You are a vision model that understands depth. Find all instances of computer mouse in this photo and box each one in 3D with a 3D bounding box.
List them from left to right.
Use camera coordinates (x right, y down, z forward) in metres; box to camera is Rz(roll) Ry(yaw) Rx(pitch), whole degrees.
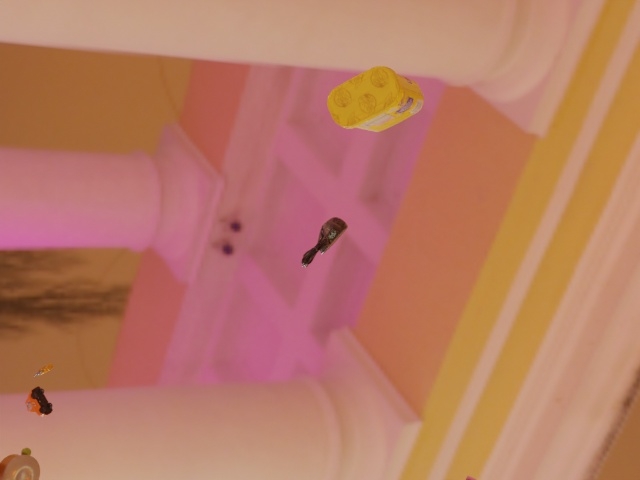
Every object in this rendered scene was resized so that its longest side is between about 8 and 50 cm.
[{"bbox_3d":[0.000,0.000,2.363,0.041,0.242,0.071,42,-70,3],"label":"computer mouse"}]

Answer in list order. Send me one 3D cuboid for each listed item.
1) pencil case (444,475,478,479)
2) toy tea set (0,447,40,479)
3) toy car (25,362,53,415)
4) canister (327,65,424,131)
[{"bbox_3d":[0.189,0.464,1.795,0.284,0.124,0.124,97,-27,-51],"label":"pencil case"},{"bbox_3d":[-0.696,0.527,2.302,0.124,0.200,0.336,12,-110,42],"label":"toy tea set"},{"bbox_3d":[-0.533,0.292,2.291,0.040,0.060,0.122,-29,-161,17],"label":"toy car"},{"bbox_3d":[0.097,-0.236,2.032,0.126,0.170,0.073,-26,-98,19],"label":"canister"}]
